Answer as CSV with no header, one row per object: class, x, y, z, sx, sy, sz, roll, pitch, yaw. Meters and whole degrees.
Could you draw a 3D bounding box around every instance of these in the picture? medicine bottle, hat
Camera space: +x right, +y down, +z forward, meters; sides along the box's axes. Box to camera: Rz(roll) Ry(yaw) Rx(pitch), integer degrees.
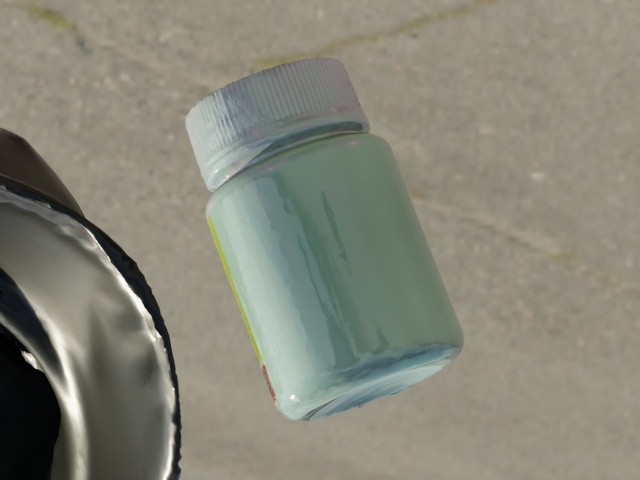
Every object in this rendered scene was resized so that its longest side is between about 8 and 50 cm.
medicine bottle,0.000,0.000,1.190,0.139,0.225,0.139,-20,169,-4
hat,-0.151,0.010,0.667,0.238,0.209,0.336,35,140,-18
